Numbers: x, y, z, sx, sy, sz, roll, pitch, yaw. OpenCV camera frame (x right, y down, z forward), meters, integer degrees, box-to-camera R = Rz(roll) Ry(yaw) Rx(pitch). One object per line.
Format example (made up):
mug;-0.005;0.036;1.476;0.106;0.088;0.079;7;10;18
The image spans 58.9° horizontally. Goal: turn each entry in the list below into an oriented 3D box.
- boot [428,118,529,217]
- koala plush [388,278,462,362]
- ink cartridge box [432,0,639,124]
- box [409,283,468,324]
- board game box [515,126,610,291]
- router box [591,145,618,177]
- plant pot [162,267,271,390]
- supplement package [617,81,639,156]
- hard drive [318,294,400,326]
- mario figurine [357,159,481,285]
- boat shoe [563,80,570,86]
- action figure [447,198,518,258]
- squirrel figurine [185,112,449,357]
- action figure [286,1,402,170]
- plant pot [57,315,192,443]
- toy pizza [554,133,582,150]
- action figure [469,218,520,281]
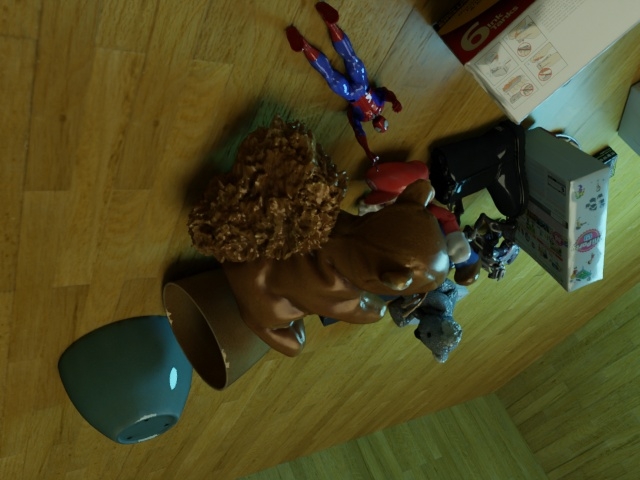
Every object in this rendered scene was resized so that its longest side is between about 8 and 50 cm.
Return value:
boot;0.337;-0.123;1.222;0.207;0.094;0.246;-24;128;-11
koala plush;0.340;0.236;1.668;0.203;0.221;0.196;-8;145;-15
ink cartridge box;0.327;-0.360;0.808;0.130;0.271;0.309;38;114;-25
box;0.380;0.212;1.873;0.145;0.038;0.186;8;134;-46
board game box;0.521;-0.070;1.265;0.098;0.224;0.303;-22;127;-6
router box;0.758;-0.194;1.554;0.092;0.038;0.122;-31;150;7
plant pot;-0.156;0.140;1.176;0.254;0.237;0.237;-28;154;-32
supplement package;0.893;-0.305;1.330;0.263;0.199;0.198;-29;150;2
hard drive;0.152;0.092;1.476;0.339;0.064;0.237;-20;149;-12
mario figurine;0.186;-0.018;1.151;0.198;0.170;0.320;-27;118;28
boat shoe;0.462;-0.355;1.031;0.081;0.068;0.227;-24;150;-6
action figure;0.314;-0.042;1.334;0.276;0.140;0.164;10;144;-20
squirrel figurine;0.000;0.000;0.916;0.371;0.281;0.397;-6;141;47
action figure;0.063;-0.215;0.864;0.091;0.139;0.280;-34;152;13
plant pot;-0.406;0.328;1.254;0.290;0.195;0.290;-21;149;-13
toy pizza;0.550;-0.160;1.371;0.201;0.032;0.201;-9;125;-14
action figure;0.430;0.025;1.499;0.285;0.185;0.099;-11;144;-45
